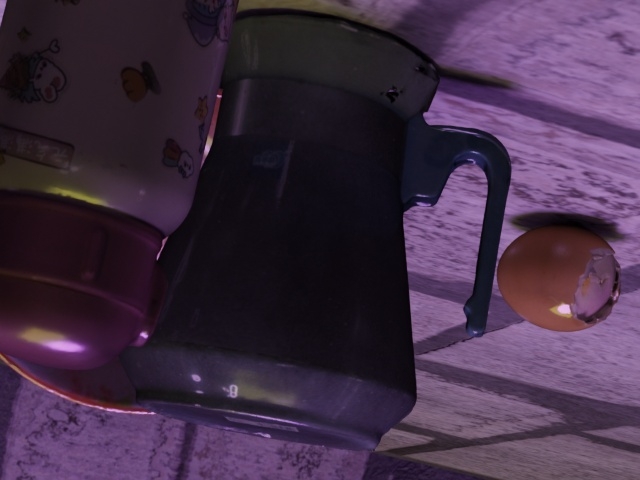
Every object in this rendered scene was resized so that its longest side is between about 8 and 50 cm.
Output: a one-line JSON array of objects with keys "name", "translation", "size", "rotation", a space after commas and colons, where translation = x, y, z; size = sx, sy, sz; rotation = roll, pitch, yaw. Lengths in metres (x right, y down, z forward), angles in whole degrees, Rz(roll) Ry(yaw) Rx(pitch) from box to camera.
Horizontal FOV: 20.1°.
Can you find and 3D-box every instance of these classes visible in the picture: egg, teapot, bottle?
[{"name": "egg", "translation": [0.172, 0.026, 1.328], "size": [0.096, 0.080, 0.080], "rotation": [19, 176, 42]}, {"name": "teapot", "translation": [0.000, 0.000, 1.034], "size": [0.203, 0.225, 0.171], "rotation": [11, 170, 0]}, {"name": "bottle", "translation": [-0.105, -0.056, 0.849], "size": [0.110, 0.233, 0.110], "rotation": [11, 168, 2]}]

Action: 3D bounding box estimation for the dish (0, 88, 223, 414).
[{"name": "dish", "translation": [-0.119, -0.011, 1.238], "size": [0.260, 0.260, 0.085], "rotation": [14, -153, -10]}]
